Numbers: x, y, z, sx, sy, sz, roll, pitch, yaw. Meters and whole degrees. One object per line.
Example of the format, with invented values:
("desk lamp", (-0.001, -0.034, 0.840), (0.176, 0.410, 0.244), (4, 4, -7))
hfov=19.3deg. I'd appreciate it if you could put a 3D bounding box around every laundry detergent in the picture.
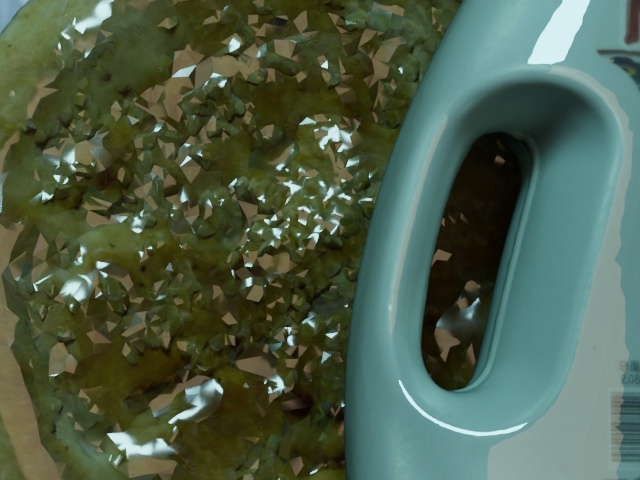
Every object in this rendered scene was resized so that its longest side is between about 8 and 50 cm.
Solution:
("laundry detergent", (0.141, -0.037, 0.842), (0.264, 0.125, 0.398), (2, 84, -13))

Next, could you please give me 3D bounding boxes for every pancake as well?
("pancake", (0.000, 0.000, 0.896), (0.382, 0.071, 0.382), (1, 84, -14))
